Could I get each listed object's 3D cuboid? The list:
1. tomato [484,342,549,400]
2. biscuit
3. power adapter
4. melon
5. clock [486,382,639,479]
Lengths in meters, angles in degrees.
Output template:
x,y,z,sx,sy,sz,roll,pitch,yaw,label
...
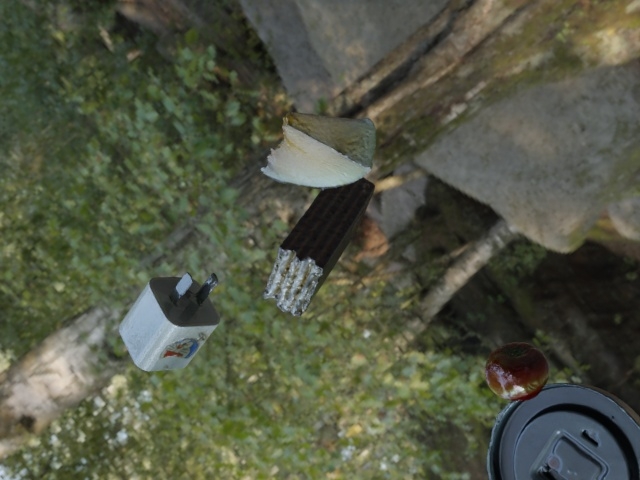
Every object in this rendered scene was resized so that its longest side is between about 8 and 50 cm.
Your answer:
x,y,z,sx,sy,sz,roll,pitch,yaw,label
0.271,0.184,1.190,0.087,0.087,0.075,-119,19,-67,tomato
0.000,0.000,1.259,0.070,0.106,0.252,27,-139,6,biscuit
-0.268,0.133,1.617,0.130,0.205,0.125,2,-135,-46,power adapter
-0.007,-0.089,0.932,0.098,0.054,0.182,12,166,-9,melon
0.402,0.362,1.371,0.055,0.280,0.281,3,-136,-53,clock
